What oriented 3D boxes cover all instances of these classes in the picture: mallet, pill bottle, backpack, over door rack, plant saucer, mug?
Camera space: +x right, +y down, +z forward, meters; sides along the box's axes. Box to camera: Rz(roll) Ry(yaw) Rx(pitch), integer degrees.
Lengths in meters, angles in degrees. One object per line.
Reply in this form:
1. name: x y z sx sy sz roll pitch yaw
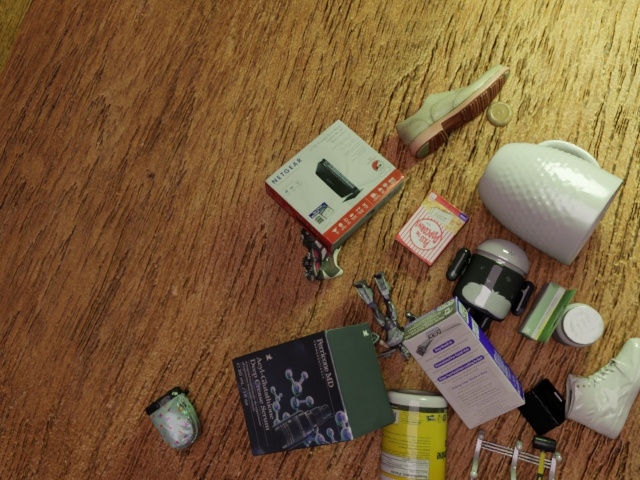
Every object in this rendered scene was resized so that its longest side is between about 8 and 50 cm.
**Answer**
1. mallet: 0.595 0.630 1.661 0.062 0.039 0.190 19 70 16
2. pill bottle: 0.268 0.609 1.747 0.187 0.188 0.334 3 83 13
3. backpack: -0.470 0.586 1.958 0.152 0.115 0.182 -37 78 3
4. over door rack: 0.532 0.732 1.710 0.239 0.108 0.325 13 85 15
5. plant saucer: 0.570 -0.404 1.918 0.083 0.015 0.084 -2 81 13
6. mug: 0.666 -0.158 1.753 0.328 0.276 0.374 34 60 22
7. pill bottle: 0.711 0.236 1.683 0.121 0.221 0.121 -2 81 12

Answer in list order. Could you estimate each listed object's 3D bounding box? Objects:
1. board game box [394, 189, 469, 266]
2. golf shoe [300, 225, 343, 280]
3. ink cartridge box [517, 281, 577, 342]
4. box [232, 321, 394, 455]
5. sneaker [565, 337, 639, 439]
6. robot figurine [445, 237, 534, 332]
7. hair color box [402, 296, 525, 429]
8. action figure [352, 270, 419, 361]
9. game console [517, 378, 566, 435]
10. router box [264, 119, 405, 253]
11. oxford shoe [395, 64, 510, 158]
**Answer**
1. board game box: 0.349 -0.036 1.898 0.146 0.045 0.194 38 91 15
2. golf shoe: 0.000 0.000 1.960 0.120 0.105 0.273 1 72 -18
3. ink cartridge box: 0.631 0.200 1.700 0.056 0.235 0.171 30 89 14
4. box: -0.030 0.433 1.753 0.395 0.211 0.294 -24 75 36
5. sneaker: 0.791 0.389 1.697 0.169 0.108 0.293 21 88 8
6. robot figurine: 0.497 0.128 1.778 0.173 0.209 0.278 27 89 50
7. hair color box: 0.405 0.349 1.714 0.185 0.110 0.339 -33 102 21
8. action figure: 0.206 0.243 1.864 0.185 0.099 0.285 -27 80 3
9. game console: 0.652 0.486 1.768 0.107 0.071 0.122 -30 75 -24
10. router box: 0.045 -0.175 1.914 0.301 0.082 0.335 42 72 15
11. oxford shoe: 0.411 -0.435 1.899 0.397 0.140 0.147 -38 68 3
